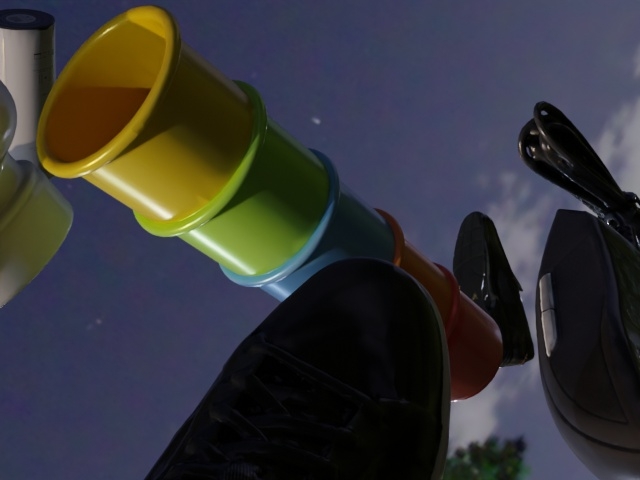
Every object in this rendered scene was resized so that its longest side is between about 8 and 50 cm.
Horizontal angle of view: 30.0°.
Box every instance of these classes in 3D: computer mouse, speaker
[{"bbox_3d":[0.161,0.061,0.585,0.060,0.262,0.184,-38,-59,24],"label":"computer mouse"},{"bbox_3d":[-0.243,-0.116,0.975,0.055,0.055,0.136,-23,-51,-42],"label":"speaker"}]

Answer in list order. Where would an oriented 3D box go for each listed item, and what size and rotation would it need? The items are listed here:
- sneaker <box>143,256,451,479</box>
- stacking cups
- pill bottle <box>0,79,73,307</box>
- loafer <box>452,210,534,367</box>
[{"bbox_3d":[-0.020,0.077,0.325,0.217,0.079,0.121,-61,-17,-25],"label":"sneaker"},{"bbox_3d":[0.000,0.000,0.650,0.316,0.096,0.096,35,-93,-37],"label":"stacking cups"},{"bbox_3d":[-0.242,-0.070,0.599,0.136,0.136,0.245,-48,-62,-16],"label":"pill bottle"},{"bbox_3d":[0.181,0.052,1.248,0.061,0.062,0.170,5,-109,-29],"label":"loafer"}]
